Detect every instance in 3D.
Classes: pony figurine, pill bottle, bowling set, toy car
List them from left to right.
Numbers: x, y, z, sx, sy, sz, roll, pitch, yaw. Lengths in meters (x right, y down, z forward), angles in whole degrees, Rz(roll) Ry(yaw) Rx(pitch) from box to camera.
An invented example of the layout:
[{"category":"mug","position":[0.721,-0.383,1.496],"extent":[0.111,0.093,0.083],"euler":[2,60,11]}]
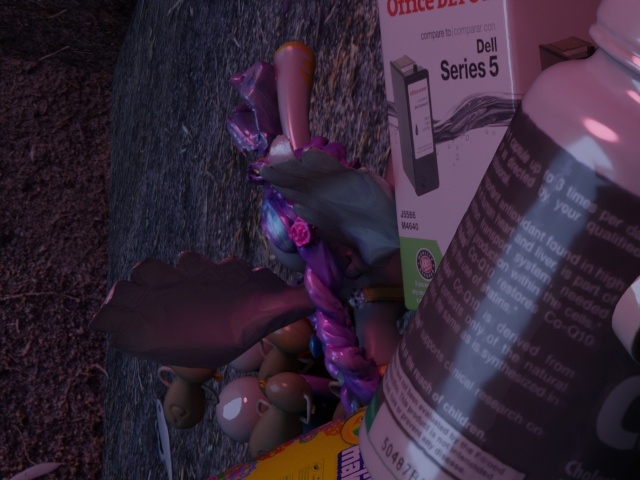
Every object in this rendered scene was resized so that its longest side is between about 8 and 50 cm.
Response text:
[{"category":"toy car","position":[-0.028,0.161,1.740],"extent":[0.136,0.159,0.182],"euler":[-11,67,33]},{"category":"bowling set","position":[-0.009,0.141,1.577],"extent":[0.154,0.287,0.200],"euler":[106,-169,-51]},{"category":"pony figurine","position":[0.000,0.000,1.383],"extent":[0.303,0.351,0.363],"euler":[-33,44,30]},{"category":"pill bottle","position":[0.182,0.018,0.923],"extent":[0.361,0.204,0.204],"euler":[-65,22,19]}]

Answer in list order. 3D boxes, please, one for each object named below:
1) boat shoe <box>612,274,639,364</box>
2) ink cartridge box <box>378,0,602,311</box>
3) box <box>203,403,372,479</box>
[{"category":"boat shoe","position":[0.286,-0.014,0.715],"extent":[0.324,0.116,0.097],"euler":[-41,53,23]},{"category":"ink cartridge box","position":[0.143,-0.080,1.144],"extent":[0.198,0.114,0.273],"euler":[6,103,64]},{"category":"box","position":[0.039,0.306,1.017],"extent":[0.279,0.177,0.290],"euler":[62,-170,-16]}]
